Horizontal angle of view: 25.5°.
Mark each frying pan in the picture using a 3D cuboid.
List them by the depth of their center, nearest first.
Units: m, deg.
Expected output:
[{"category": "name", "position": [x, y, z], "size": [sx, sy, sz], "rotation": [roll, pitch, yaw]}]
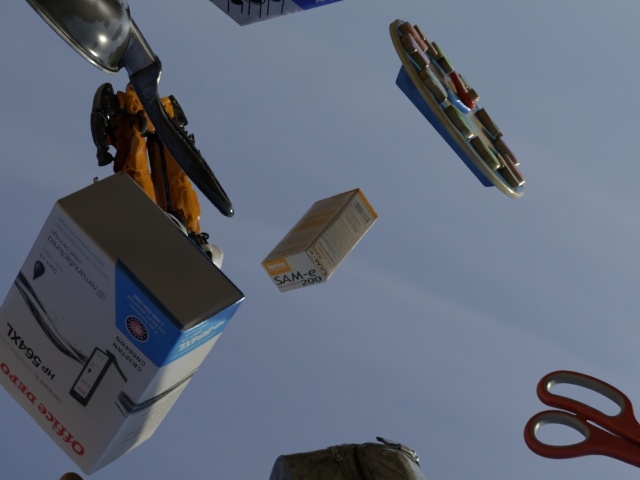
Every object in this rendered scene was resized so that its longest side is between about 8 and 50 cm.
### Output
[{"category": "frying pan", "position": [-0.159, -0.152, 1.007], "size": [0.326, 0.053, 0.197], "rotation": [52, -172, -1]}]

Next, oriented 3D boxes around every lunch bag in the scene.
[{"category": "lunch bag", "position": [0.075, 0.454, 2.134], "size": [0.256, 0.213, 0.305], "rotation": [-3, -140, -24]}]

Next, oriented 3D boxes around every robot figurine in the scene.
[{"category": "robot figurine", "position": [-0.262, -0.095, 2.083], "size": [0.085, 0.291, 0.211], "rotation": [-21, 164, 35]}]

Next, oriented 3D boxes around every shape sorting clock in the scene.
[{"category": "shape sorting clock", "position": [0.133, -0.127, 1.340], "size": [0.206, 0.040, 0.206], "rotation": [44, -162, -19]}]

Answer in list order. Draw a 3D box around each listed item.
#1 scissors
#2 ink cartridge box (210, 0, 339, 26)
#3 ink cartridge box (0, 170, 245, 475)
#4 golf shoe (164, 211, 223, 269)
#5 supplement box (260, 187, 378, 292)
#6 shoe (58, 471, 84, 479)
[{"category": "scissors", "position": [0.337, 0.207, 1.386], "size": [0.297, 0.021, 0.109], "rotation": [18, -129, 29]}, {"category": "ink cartridge box", "position": [-0.053, -0.336, 1.819], "size": [0.207, 0.046, 0.097], "rotation": [-7, 150, 40]}, {"category": "ink cartridge box", "position": [-0.174, 0.071, 1.143], "size": [0.148, 0.203, 0.086], "rotation": [44, -142, 12]}, {"category": "golf shoe", "position": [-0.146, 0.009, 1.481], "size": [0.094, 0.077, 0.198], "rotation": [-12, 169, -15]}, {"category": "supplement box", "position": [0.000, 0.000, 1.272], "size": [0.062, 0.036, 0.098], "rotation": [-15, -154, 46]}, {"category": "shoe", "position": [-0.336, 0.431, 1.964], "size": [0.058, 0.219, 0.076], "rotation": [-14, -176, 17]}]
